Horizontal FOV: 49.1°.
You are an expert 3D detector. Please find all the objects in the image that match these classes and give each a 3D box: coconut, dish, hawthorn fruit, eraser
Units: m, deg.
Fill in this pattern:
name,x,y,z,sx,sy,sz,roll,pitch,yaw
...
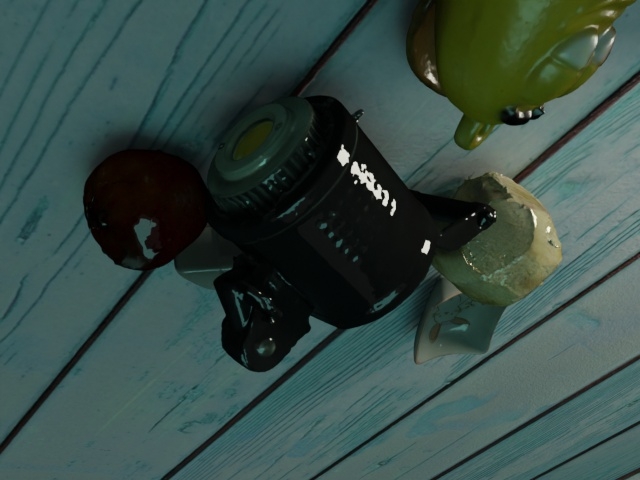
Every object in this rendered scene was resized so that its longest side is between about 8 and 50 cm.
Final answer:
name,x,y,z,sx,sy,sz,roll,pitch,yaw
coconut,0.254,0.006,1.020,0.194,0.194,0.194,-9,142,-7
dish,0.244,0.128,1.244,0.151,0.077,0.212,-7,141,-12
hawthorn fruit,-0.201,-0.043,0.856,0.172,0.148,0.148,-20,152,-41
eraser,-0.034,0.019,1.010,0.351,0.089,0.061,-4,138,-15

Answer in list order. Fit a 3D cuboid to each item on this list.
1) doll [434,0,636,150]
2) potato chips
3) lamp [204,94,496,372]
name,x,y,z,sx,sy,sz,roll,pitch,yaw
doll,0.218,-0.304,0.567,0.348,0.161,0.423,-48,153,-20
potato chips,0.191,-0.242,0.783,0.208,0.062,0.195,-7,144,-10
lamp,0.005,-0.044,0.836,0.374,0.205,0.272,-37,121,-24
